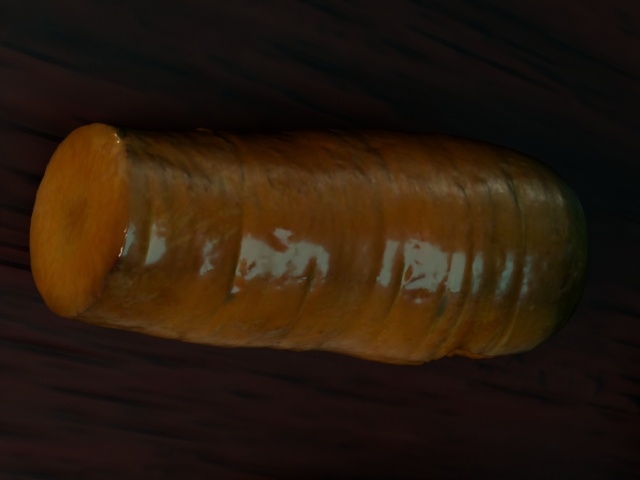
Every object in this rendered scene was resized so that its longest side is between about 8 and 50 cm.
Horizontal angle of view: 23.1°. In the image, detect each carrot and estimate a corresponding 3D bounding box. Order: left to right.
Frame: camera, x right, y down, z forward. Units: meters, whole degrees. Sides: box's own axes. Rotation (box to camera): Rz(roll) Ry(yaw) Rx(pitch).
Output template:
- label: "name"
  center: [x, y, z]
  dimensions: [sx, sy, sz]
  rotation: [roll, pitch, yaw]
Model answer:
- label: "carrot"
  center: [0.000, 0.000, 0.528]
  dimensions: [0.193, 0.087, 0.087]
  rotation: [4, 106, -28]
